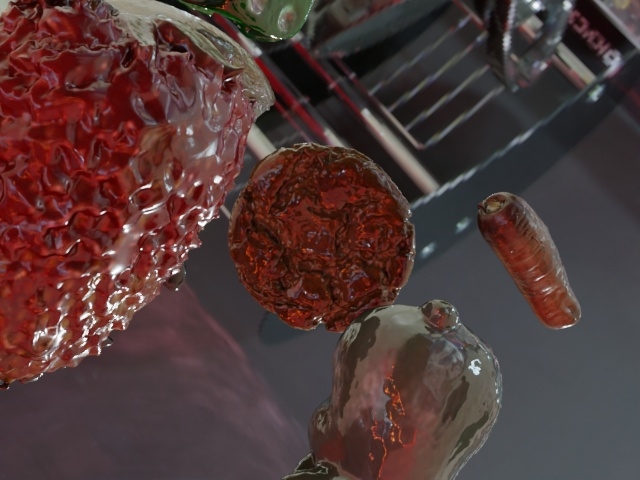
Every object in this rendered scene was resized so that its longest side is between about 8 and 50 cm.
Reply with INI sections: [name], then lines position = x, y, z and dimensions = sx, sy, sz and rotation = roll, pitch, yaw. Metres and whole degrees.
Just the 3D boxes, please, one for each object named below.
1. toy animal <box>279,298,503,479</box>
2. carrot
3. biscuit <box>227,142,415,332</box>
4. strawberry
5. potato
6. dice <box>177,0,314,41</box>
[toy animal]
position = 0.025, 0.162, 0.640
dimensions = 0.127, 0.125, 0.251
rotation = 47, 59, -39
[carrot]
position = 0.215, 0.023, 1.024
dimensions = 0.060, 0.060, 0.186
rotation = -40, 123, -1
[biscuit]
position = 0.000, 0.000, 1.149
dimensions = 0.226, 0.226, 0.042
rotation = -43, -175, 13
[strawberry]
position = -0.151, -0.026, 0.732
dimensions = 0.233, 0.138, 0.306
rotation = 13, 88, -42
[potato]
position = -0.197, -0.233, 1.285
dimensions = 0.189, 0.264, 0.211
rotation = -34, -172, 0
[dice]
position = -0.085, -0.298, 1.136
dimensions = 0.128, 0.131, 0.120
rotation = 20, 95, -52
